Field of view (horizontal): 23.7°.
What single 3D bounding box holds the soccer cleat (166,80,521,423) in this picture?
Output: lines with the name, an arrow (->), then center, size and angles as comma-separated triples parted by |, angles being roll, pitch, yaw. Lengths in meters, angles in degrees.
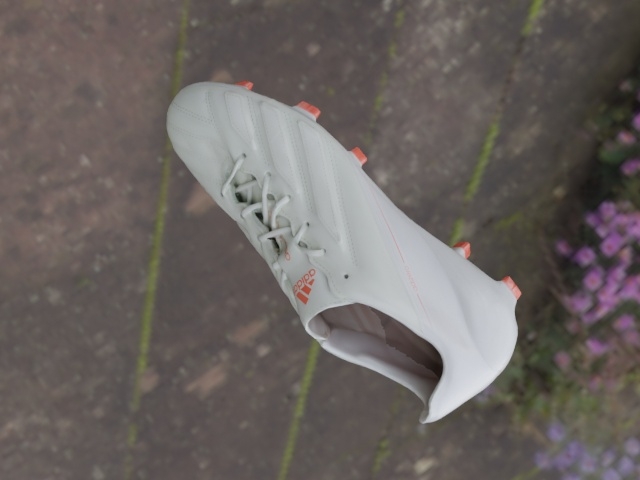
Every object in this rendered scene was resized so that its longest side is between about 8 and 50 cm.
soccer cleat -> 0.000, 0.000, 0.677 | 0.076, 0.196, 0.068 | -44, 166, -34
